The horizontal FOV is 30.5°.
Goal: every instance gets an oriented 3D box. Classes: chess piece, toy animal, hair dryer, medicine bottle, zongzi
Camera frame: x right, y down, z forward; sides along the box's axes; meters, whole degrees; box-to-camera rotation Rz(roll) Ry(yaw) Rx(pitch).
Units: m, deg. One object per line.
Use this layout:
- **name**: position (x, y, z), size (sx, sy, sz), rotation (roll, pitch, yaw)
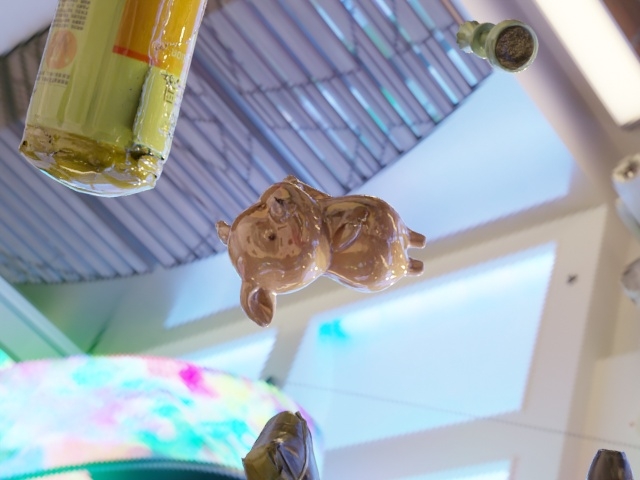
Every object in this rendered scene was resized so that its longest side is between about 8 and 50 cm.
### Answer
- **chess piece**: position (0.137, -0.160, 0.948), size (0.042, 0.042, 0.093), rotation (-43, -158, -3)
- **toy animal**: position (0.000, 0.005, 0.815), size (0.150, 0.089, 0.083), rotation (0, -158, -2)
- **hair dryer**: position (0.194, 0.164, 0.693), size (0.031, 0.083, 0.079), rotation (165, -73, -72)
- **medicine bottle**: position (-0.160, -0.153, 0.944), size (0.124, 0.124, 0.239), rotation (11, -93, 58)
- **zongzi**: position (-0.014, 0.206, 0.999), size (0.052, 0.113, 0.104), rotation (-36, -177, 19)
